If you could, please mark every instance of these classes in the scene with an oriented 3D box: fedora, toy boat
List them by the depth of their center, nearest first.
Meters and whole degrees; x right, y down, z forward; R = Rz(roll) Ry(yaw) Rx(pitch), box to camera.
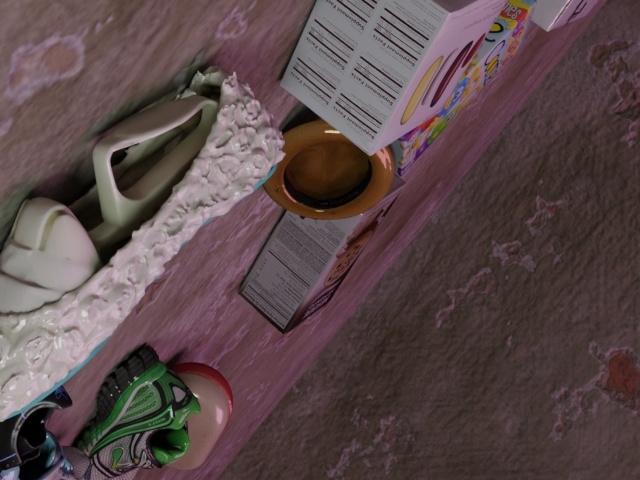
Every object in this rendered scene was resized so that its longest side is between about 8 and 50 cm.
[{"bbox_3d":[0.011,-0.113,1.282,0.194,0.194,0.079,118,-19,-46],"label":"fedora"},{"bbox_3d":[-0.241,0.293,1.648,0.151,0.151,0.231,-82,-162,-49],"label":"toy boat"}]

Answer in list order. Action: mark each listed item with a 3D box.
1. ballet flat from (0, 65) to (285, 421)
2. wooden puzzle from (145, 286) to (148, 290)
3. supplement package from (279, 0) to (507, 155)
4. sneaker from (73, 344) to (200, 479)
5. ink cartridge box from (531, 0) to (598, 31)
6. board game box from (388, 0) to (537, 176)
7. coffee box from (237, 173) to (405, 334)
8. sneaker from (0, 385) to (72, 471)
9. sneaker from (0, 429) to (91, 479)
[{"bbox_3d":[-0.201,-0.021,0.857,0.409,0.147,0.147,-47,168,-25],"label":"ballet flat"},{"bbox_3d":[-0.233,0.056,1.186,0.049,0.006,0.083,-49,168,0],"label":"wooden puzzle"},{"bbox_3d":[0.092,-0.245,1.088,0.194,0.149,0.203,-36,161,-48],"label":"supplement package"},{"bbox_3d":[-0.294,0.323,1.455,0.134,0.146,0.344,-37,164,-45],"label":"sneaker"},{"bbox_3d":[0.355,-0.423,1.458,0.219,0.160,0.093,-31,158,-54],"label":"ink cartridge box"},{"bbox_3d":[0.155,-0.252,1.305,0.275,0.142,0.144,-47,168,-9],"label":"board game box"},{"bbox_3d":[0.000,0.000,1.578,0.168,0.119,0.297,-35,161,-52],"label":"coffee box"},{"bbox_3d":[-0.371,0.234,1.038,0.232,0.090,0.081,-53,168,14],"label":"sneaker"},{"bbox_3d":[-0.373,0.312,1.236,0.122,0.110,0.283,-54,168,7],"label":"sneaker"}]
